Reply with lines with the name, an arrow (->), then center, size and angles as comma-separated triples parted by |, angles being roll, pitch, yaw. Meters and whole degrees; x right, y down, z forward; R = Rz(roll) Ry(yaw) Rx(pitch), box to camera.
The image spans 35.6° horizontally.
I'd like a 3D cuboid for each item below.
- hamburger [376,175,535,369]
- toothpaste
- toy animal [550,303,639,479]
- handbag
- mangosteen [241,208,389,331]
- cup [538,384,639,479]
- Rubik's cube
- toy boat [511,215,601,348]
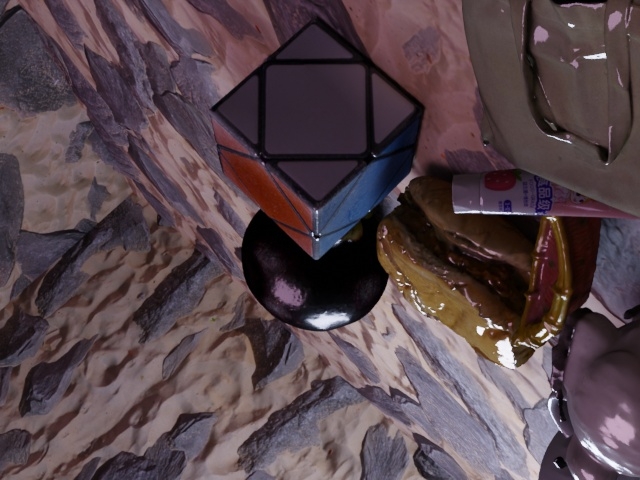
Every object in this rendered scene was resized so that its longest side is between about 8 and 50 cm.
hamburger -> 0.201, 0.039, 1.381 | 0.283, 0.145, 0.259 | 33, 166, 28
toothpaste -> 0.232, -0.049, 1.002 | 0.043, 0.194, 0.067 | -51, -43, -70
toy animal -> 0.428, 0.193, 1.055 | 0.357, 0.193, 0.258 | 22, 116, 47
handbag -> 0.244, -0.131, 0.852 | 0.315, 0.109, 0.253 | 33, 156, 43
mangosteen -> 0.000, 0.000, 1.708 | 0.275, 0.275, 0.302 | 36, 127, 34
cup -> 0.439, 0.316, 1.286 | 0.323, 0.236, 0.327 | 54, 166, -7
Rubik's cube -> -0.005, -0.134, 1.363 | 0.207, 0.205, 0.205 | 44, 165, 16
toy boat -> 0.265, 0.011, 1.139 | 0.318, 0.099, 0.141 | 79, -170, -45
